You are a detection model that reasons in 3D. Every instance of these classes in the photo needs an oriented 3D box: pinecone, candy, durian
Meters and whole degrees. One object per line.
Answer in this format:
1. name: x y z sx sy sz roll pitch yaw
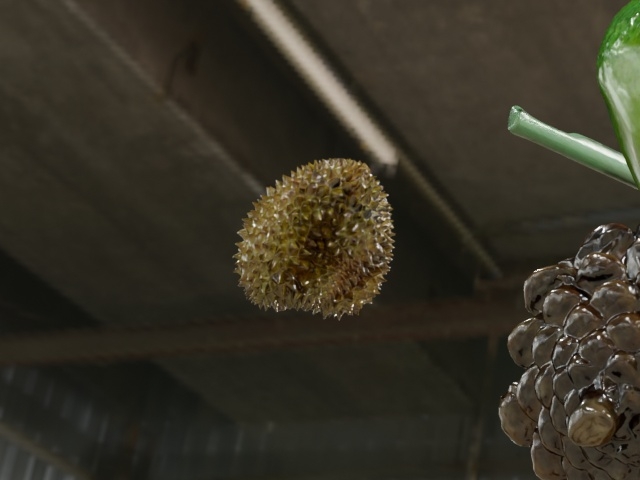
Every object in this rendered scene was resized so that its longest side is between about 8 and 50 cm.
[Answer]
1. pinecone: 0.256 0.083 1.081 0.272 0.224 0.224 -15 -5 -41
2. candy: 0.332 -0.019 1.294 0.439 0.119 0.119 21 -27 -26
3. durian: 0.000 0.000 1.469 0.137 0.168 0.158 33 -2 20

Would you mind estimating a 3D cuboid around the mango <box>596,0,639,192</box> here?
1. mango: 0.186 -0.035 0.656 0.119 0.178 0.100 -50 -17 25
